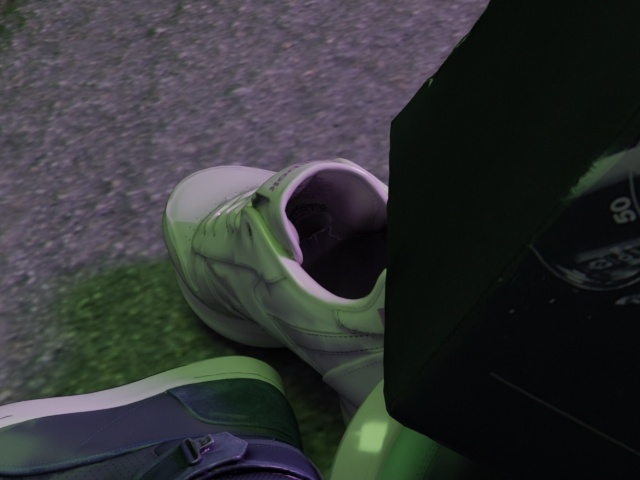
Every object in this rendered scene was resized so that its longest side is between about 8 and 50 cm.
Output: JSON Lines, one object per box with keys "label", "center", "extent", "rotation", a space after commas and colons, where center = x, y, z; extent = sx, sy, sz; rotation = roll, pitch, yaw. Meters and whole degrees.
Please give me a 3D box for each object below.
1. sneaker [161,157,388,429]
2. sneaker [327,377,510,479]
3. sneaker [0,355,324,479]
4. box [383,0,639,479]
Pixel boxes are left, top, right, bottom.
{"label": "sneaker", "center": [0.000, 0.000, 0.851], "extent": [0.114, 0.152, 0.305], "rotation": [-32, 35, -19]}
{"label": "sneaker", "center": [0.128, 0.099, 0.621], "extent": [0.256, 0.094, 0.151], "rotation": [0, 19, -45]}
{"label": "sneaker", "center": [-0.105, 0.141, 0.748], "extent": [0.226, 0.086, 0.163], "rotation": [-20, 30, -7]}
{"label": "box", "center": [0.244, -0.026, 0.489], "extent": [0.343, 0.312, 0.179], "rotation": [28, 32, -14]}
